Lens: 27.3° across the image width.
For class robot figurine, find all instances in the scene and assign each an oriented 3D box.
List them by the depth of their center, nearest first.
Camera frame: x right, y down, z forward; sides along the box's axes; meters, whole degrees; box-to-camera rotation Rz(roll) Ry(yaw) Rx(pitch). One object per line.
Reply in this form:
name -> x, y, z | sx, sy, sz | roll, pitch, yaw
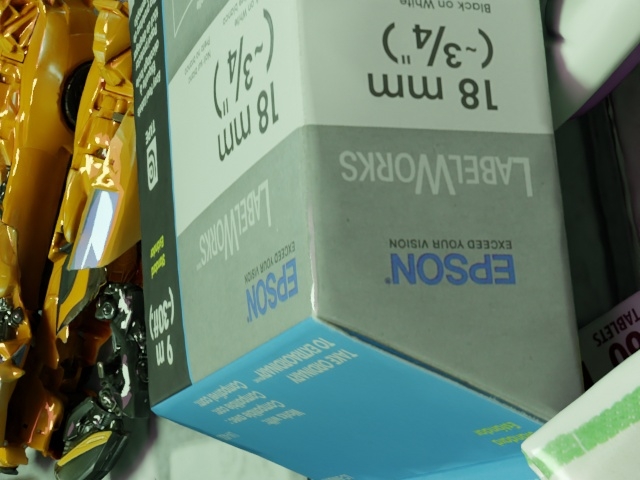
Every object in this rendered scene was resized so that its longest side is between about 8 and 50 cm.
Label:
robot figurine -> -0.163, -0.002, 0.771 | 0.211, 0.085, 0.291 | 20, 97, 41

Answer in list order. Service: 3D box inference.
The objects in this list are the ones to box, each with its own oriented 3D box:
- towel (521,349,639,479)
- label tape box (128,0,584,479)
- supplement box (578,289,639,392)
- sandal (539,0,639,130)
towel -> 0.240, 0.122, 0.356 | 0.248, 0.038, 0.325 | -38, 72, 8
label tape box -> 0.000, 0.000, 0.557 | 0.240, 0.106, 0.333 | 145, 123, -65
supplement box -> 0.172, 0.128, 0.475 | 0.130, 0.073, 0.239 | -40, 61, 31
sandal -> 0.204, -0.188, 0.468 | 0.102, 0.169, 0.416 | 31, 116, -4
